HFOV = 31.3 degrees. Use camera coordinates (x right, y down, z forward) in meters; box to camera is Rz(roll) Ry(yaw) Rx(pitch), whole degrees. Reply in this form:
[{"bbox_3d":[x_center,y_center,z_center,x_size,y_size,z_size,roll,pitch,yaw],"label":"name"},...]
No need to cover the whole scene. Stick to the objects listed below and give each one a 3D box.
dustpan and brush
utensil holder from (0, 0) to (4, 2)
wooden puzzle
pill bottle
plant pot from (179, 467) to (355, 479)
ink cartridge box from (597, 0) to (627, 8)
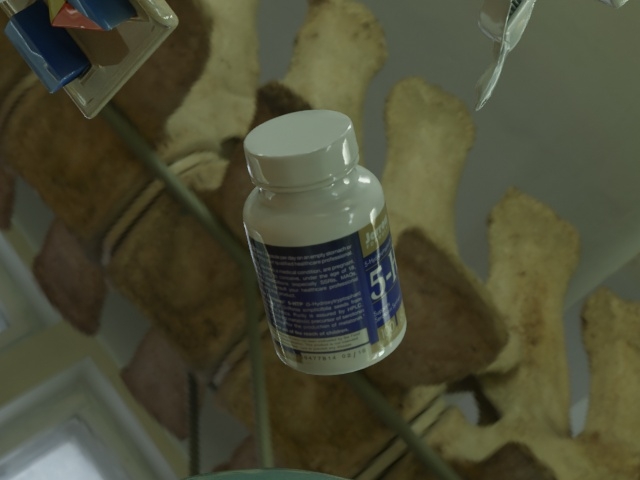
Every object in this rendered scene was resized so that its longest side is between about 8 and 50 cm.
[{"bbox_3d":[0.219,-0.254,1.346,0.060,0.211,0.147,32,-1,18],"label":"dustpan and brush"},{"bbox_3d":[-0.404,-0.385,0.927,0.327,0.327,0.385,-12,-85,58],"label":"utensil holder"},{"bbox_3d":[-0.329,-0.304,1.284,0.322,0.080,0.348,52,-27,-6],"label":"wooden puzzle"},{"bbox_3d":[0.000,0.000,0.889,0.112,0.112,0.187,21,-47,45],"label":"pill bottle"},{"bbox_3d":[-0.066,0.305,0.947,0.195,0.290,0.290,28,-36,5],"label":"plant pot"},{"bbox_3d":[0.356,-0.510,1.667,0.306,0.131,0.226,47,2,-29],"label":"ink cartridge box"}]
